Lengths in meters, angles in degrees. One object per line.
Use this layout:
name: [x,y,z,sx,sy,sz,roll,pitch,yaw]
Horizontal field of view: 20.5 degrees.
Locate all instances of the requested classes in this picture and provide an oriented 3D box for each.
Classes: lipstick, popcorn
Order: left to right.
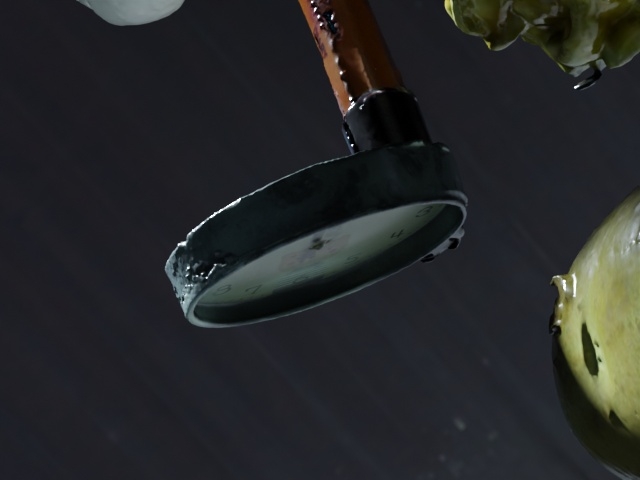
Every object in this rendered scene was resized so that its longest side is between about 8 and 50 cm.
lipstick: [0.042,-0.156,1.693,0.077,0.077,0.418,-35,53,21]
popcorn: [0.193,-0.210,1.367,0.218,0.169,0.189,-14,17,28]

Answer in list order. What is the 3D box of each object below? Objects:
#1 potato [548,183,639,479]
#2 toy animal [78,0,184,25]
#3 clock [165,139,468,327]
potato: [0.268,0.040,1.006,0.270,0.219,0.359,4,-24,-40]
toy animal: [-0.167,-0.280,1.369,0.174,0.289,0.249,-31,40,-2]
clock: [0.000,0.000,1.274,0.226,0.049,0.226,-20,-13,-5]
